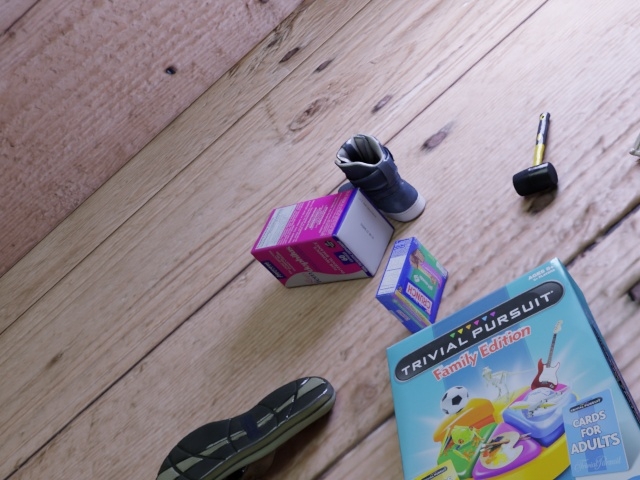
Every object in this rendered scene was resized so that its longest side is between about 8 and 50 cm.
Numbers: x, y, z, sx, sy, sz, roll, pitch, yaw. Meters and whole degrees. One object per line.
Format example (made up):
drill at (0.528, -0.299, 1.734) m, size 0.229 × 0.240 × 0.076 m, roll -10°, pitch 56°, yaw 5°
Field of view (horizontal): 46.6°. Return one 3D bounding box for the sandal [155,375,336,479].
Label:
sandal at (-0.104, 0.306, 1.079) m, size 0.302 × 0.086 × 0.120 m, roll -27°, pitch 24°, yaw -2°

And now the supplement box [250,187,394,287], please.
supplement box at (0.000, 0.000, 1.309) m, size 0.220 × 0.111 × 0.114 m, roll -10°, pitch 43°, yaw 45°

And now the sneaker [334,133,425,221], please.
sneaker at (0.069, -0.117, 1.328) m, size 0.086 × 0.163 × 0.226 m, roll -54°, pitch 30°, yaw -16°

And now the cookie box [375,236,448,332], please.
cookie box at (0.135, 0.065, 1.081) m, size 0.040 × 0.092 × 0.107 m, roll -17°, pitch 39°, yaw 43°

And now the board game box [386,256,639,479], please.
board game box at (0.211, 0.202, 0.821) m, size 0.253 × 0.079 × 0.336 m, roll -32°, pitch 31°, yaw 19°

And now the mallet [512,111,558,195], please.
mallet at (0.348, -0.144, 1.152) m, size 0.062 × 0.039 × 0.190 m, roll -14°, pitch 36°, yaw 43°

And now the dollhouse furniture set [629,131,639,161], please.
dollhouse furniture set at (0.491, -0.163, 1.011) m, size 0.076 × 0.058 × 0.152 m, roll 27°, pitch 92°, yaw 52°
